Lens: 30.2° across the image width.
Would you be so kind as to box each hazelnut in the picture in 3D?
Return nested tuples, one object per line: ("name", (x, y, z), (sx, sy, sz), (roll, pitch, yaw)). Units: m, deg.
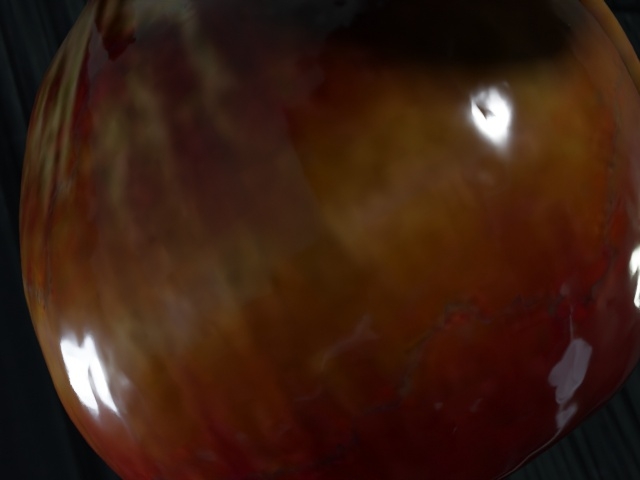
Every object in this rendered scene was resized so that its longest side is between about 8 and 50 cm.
("hazelnut", (0.000, 0.000, 0.755), (0.429, 0.402, 0.402), (-15, 169, 37))
